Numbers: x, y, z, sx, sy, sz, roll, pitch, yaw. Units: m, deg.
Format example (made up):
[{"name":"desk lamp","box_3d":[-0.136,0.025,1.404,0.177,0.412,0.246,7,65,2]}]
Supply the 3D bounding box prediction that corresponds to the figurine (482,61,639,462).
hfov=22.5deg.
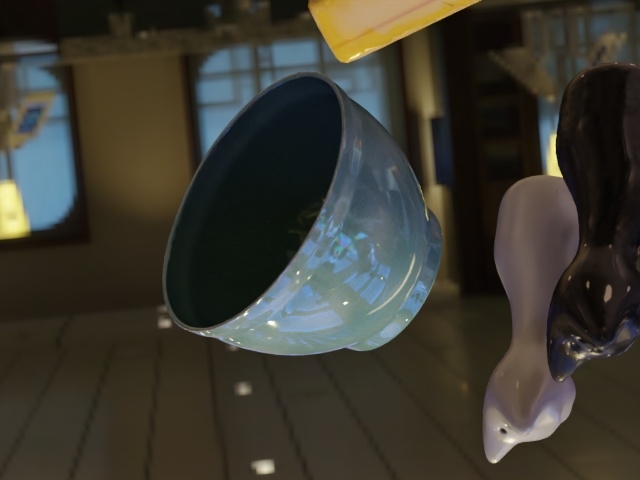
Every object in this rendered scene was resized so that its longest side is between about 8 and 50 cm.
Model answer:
[{"name":"figurine","box_3d":[0.164,0.026,1.058,0.092,0.209,0.215,19,146,-3]}]

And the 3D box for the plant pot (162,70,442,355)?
[{"name":"plant pot","box_3d":[0.000,0.000,1.672,0.196,0.293,0.293,30,165,-30]}]

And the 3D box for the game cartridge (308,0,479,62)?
[{"name":"game cartridge","box_3d":[0.138,-0.223,0.888,0.285,0.052,0.323,-24,-157,17]}]
